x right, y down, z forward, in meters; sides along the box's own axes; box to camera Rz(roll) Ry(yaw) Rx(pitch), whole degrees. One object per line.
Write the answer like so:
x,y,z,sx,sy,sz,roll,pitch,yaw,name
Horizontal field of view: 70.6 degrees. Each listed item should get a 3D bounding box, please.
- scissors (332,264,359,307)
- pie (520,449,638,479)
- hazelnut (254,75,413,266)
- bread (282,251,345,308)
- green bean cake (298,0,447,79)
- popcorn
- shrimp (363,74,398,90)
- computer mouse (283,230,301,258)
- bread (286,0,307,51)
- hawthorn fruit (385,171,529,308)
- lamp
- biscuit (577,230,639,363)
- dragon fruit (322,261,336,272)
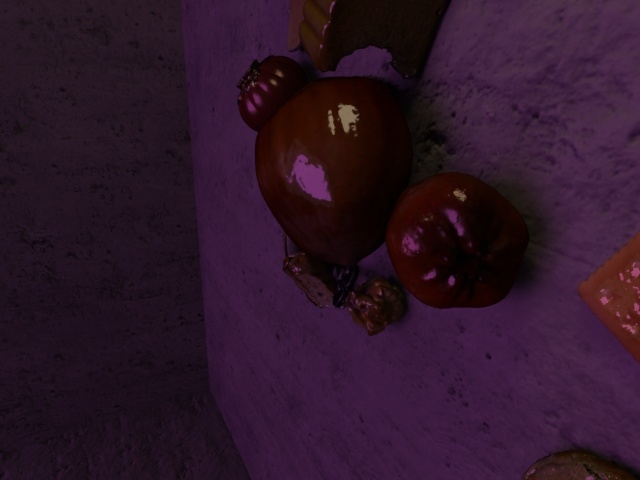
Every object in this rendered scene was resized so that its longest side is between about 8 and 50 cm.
0.056,0.094,1.151,0.109,0.022,0.300,-62,4,5,scissors
0.408,0.446,0.647,0.308,0.085,0.309,33,128,57,pie
0.032,-0.138,0.917,0.365,0.365,0.366,30,125,56,hazelnut
-0.009,0.109,1.231,0.128,0.088,0.232,8,148,42,bread
0.094,-0.415,0.806,0.124,0.235,0.233,61,145,38,green bean cake
0.125,0.153,1.068,0.145,0.126,0.126,-8,113,45,popcorn
0.101,-0.328,0.998,0.232,0.079,0.090,16,75,58,shrimp
-0.071,-0.041,1.377,0.158,0.071,0.311,-73,-11,-63,computer mouse
-0.047,-0.616,1.229,0.112,0.036,0.193,31,122,53,bread
0.211,-0.013,0.761,0.261,0.223,0.224,-109,20,-66,hawthorn fruit
-0.128,-0.406,1.276,0.227,0.226,0.227,30,125,56,lamp
0.431,0.047,0.528,0.160,0.030,0.250,62,148,32,biscuit
0.000,0.000,1.292,0.094,0.094,0.191,-17,76,63,dragon fruit
